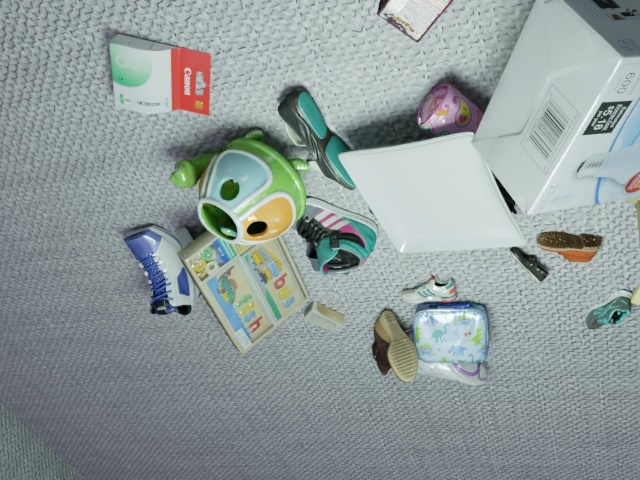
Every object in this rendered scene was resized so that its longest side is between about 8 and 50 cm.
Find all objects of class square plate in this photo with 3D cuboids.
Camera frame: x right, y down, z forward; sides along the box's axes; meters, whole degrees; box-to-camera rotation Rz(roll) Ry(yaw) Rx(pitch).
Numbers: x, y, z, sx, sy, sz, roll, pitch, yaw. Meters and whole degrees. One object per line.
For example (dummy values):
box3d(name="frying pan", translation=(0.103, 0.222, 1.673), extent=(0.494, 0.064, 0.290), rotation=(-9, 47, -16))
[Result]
box3d(name="square plate", translation=(0.261, -0.106, 1.586), extent=(0.343, 0.049, 0.347), rotation=(-5, 135, 37))

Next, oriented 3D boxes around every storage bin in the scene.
box3d(name="storage bin", translation=(0.031, 0.051, 1.921), extent=(0.135, 0.098, 0.091), rotation=(6, 147, 8))

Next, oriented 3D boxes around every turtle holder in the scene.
box3d(name="turtle holder", translation=(-0.199, -0.131, 1.668), extent=(0.320, 0.227, 0.243), rotation=(44, 144, 0))

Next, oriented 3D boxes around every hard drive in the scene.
box3d(name="hard drive", translation=(-0.321, 0.124, 2.014), extent=(0.040, 0.203, 0.308), rotation=(-30, 131, -7))

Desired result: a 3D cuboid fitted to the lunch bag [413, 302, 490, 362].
box3d(name="lunch bag", translation=(0.384, 0.266, 2.014), extent=(0.218, 0.090, 0.176), rotation=(-3, 105, 15))

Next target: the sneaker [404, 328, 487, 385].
box3d(name="sneaker", translation=(0.376, 0.378, 2.167), extent=(0.305, 0.114, 0.152), rotation=(24, 143, 1))

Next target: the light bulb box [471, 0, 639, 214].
box3d(name="light bulb box", translation=(0.533, -0.261, 1.262), extent=(0.360, 0.225, 0.358), rotation=(-9, 142, -22))

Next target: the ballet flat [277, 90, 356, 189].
box3d(name="ballet flat", translation=(-0.007, -0.232, 1.641), extent=(0.096, 0.095, 0.280), rotation=(-14, 121, 39))

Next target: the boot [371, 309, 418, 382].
box3d(name="boot", translation=(0.220, 0.357, 2.083), extent=(0.090, 0.249, 0.207), rotation=(-7, 140, -12))

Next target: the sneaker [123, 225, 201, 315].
box3d(name="sneaker", translation=(-0.460, 0.115, 2.039), extent=(0.127, 0.182, 0.316), rotation=(-16, 129, 26))

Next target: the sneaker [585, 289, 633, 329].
box3d(name="sneaker", translation=(0.792, 0.206, 1.892), extent=(0.064, 0.076, 0.166), rotation=(23, 136, -8))

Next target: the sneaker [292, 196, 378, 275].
box3d(name="sneaker", translation=(0.000, 0.000, 1.805), extent=(0.295, 0.178, 0.124), rotation=(16, 137, -2))

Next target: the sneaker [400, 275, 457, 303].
box3d(name="sneaker", translation=(0.308, 0.136, 1.968), extent=(0.161, 0.057, 0.075), rotation=(-3, 118, 19))

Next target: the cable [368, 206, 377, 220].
box3d(name="cable", translation=(0.224, -0.128, 1.729), extent=(0.139, 0.072, 0.287), rotation=(33, 123, 4))

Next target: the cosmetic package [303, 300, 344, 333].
box3d(name="cosmetic package", translation=(0.011, 0.240, 2.150), extent=(0.115, 0.041, 0.060), rotation=(29, 134, -16))

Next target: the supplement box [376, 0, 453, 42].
box3d(name="supplement box", translation=(0.205, -0.491, 1.317), extent=(0.104, 0.081, 0.188), rotation=(29, 134, -16))

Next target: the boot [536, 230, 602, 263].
box3d(name="boot", translation=(0.629, 0.025, 1.763), extent=(0.157, 0.059, 0.085), rotation=(7, 141, 6))

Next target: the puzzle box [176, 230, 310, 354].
box3d(name="puzzle box", translation=(-0.199, 0.105, 1.924), extent=(0.052, 0.272, 0.409), rotation=(32, 155, 44))

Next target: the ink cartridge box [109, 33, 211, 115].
box3d(name="ink cartridge box", translation=(-0.373, -0.372, 1.609), extent=(0.224, 0.056, 0.181), rotation=(14, 137, 2))

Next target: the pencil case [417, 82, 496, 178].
box3d(name="pencil case", translation=(0.350, -0.231, 1.521), extent=(0.284, 0.124, 0.124), rotation=(29, 135, -18))

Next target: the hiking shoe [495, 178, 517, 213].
box3d(name="hiking shoe", translation=(0.372, -0.069, 1.686), extent=(0.226, 0.114, 0.086), rotation=(-25, 124, 34))

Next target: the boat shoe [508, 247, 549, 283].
box3d(name="boat shoe", translation=(0.554, 0.060, 1.829), extent=(0.133, 0.049, 0.042), rotation=(40, 103, -16))

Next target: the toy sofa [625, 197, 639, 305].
box3d(name="toy sofa", translation=(0.769, -0.013, 1.465), extent=(0.177, 0.363, 0.150), rotation=(15, 137, 6))
